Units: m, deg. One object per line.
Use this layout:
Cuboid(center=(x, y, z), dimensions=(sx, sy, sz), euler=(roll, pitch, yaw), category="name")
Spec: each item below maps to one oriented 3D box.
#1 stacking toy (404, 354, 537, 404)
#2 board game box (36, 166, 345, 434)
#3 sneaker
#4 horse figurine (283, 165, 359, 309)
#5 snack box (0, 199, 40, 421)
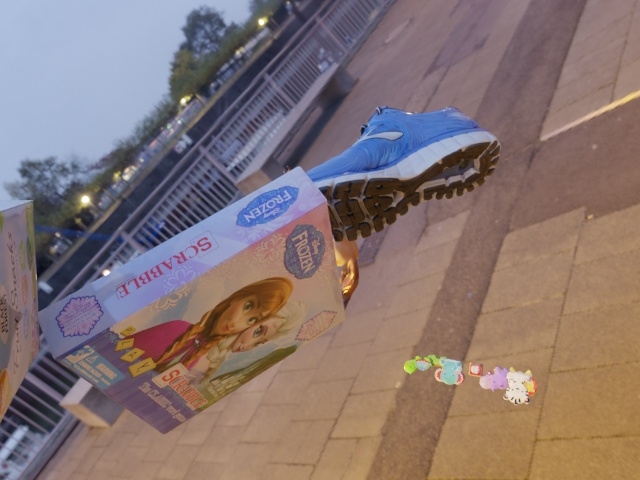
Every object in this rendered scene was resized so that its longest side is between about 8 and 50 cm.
Cuboid(center=(0.269, 0.243, 1.016), dimensions=(0.221, 0.167, 0.052), euler=(6, 82, 22), category="stacking toy")
Cuboid(center=(-0.123, 0.097, 0.724), dimensions=(0.318, 0.319, 0.066), euler=(-31, 60, -11), category="board game box")
Cuboid(center=(0.087, -0.109, 0.847), dimensions=(0.329, 0.130, 0.147), euler=(-19, 50, -6), category="sneaker")
Cuboid(center=(0.000, 0.000, 1.086), dimensions=(0.066, 0.263, 0.174), euler=(-29, -14, -36), category="horse figurine")
Cuboid(center=(-0.315, 0.054, 0.531), dimensions=(0.207, 0.070, 0.175), euler=(-153, 63, -72), category="snack box")
